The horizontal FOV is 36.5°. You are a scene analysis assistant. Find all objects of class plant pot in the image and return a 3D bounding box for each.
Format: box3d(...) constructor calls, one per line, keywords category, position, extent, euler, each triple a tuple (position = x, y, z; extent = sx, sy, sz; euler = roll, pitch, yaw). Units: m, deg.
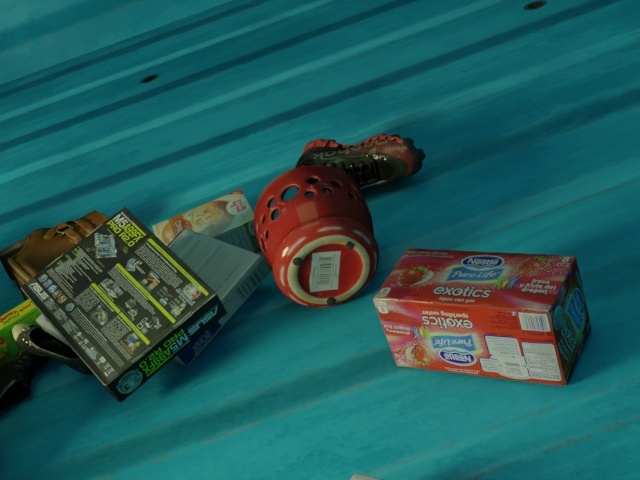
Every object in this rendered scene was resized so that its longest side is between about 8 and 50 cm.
box3d(category="plant pot", position=(0.000, 0.000, 1.555), extent=(0.191, 0.191, 0.174), euler=(-21, 37, -2))

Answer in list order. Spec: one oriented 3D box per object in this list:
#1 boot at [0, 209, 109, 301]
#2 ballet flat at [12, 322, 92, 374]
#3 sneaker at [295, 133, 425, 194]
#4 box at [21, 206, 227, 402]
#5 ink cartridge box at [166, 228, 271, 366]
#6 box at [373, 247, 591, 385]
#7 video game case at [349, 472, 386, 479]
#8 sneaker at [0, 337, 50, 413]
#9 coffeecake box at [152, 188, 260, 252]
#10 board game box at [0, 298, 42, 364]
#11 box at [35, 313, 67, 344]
box3d(category="boot", position=(-0.495, 0.034, 1.899), extent=(0.220, 0.109, 0.283), euler=(-27, 23, -20))
box3d(category="ballet flat", position=(-0.438, 0.171, 1.613), extent=(0.173, 0.049, 0.057), euler=(20, 42, 16))
box3d(category="sneaker", position=(0.061, -0.132, 1.820), extent=(0.276, 0.097, 0.135), euler=(1, 35, 36))
box3d(category="box", position=(-0.312, 0.094, 1.527), extent=(0.216, 0.060, 0.270), euler=(-40, 54, -16))
box3d(category="ink cartridge box", position=(-0.226, 0.090, 1.635), extent=(0.224, 0.045, 0.223), euler=(19, 61, 45))
box3d(category="box", position=(0.218, 0.098, 1.311), extent=(0.257, 0.128, 0.122), euler=(2, 36, 34))
box3d(category="video game case", position=(0.093, 0.373, 1.003), extent=(0.269, 0.061, 0.244), euler=(4, 39, 36))
box3d(category="sneaker", position=(-0.498, 0.230, 1.612), extent=(0.170, 0.051, 0.089), euler=(-32, 41, -28))
box3d(category="coffeecake box", position=(-0.208, -0.009, 1.808), extent=(0.185, 0.068, 0.142), euler=(-23, 29, -6))
box3d(category="board game box", position=(-0.509, 0.162, 1.684), extent=(0.181, 0.092, 0.043), euler=(-35, 32, -24))
box3d(category="box", position=(-0.349, 0.123, 1.579), extent=(0.186, 0.038, 0.145), euler=(25, 63, 32))
